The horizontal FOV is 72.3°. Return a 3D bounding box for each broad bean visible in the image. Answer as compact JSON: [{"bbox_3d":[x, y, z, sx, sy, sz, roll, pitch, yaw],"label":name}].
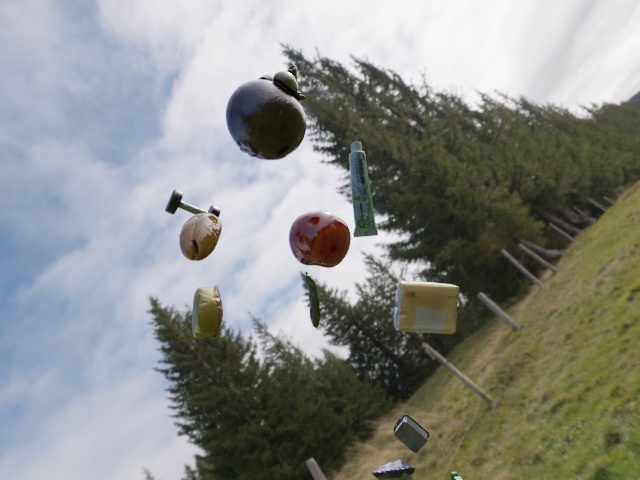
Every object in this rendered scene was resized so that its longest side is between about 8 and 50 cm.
[{"bbox_3d":[-0.030,0.257,1.885,0.047,0.254,0.065,-8,-1,-37],"label":"broad bean"}]

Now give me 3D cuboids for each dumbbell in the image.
[{"bbox_3d":[-0.495,-0.119,1.702,0.191,0.100,0.100,25,-64,-23],"label":"dumbbell"}]

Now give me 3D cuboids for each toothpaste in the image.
[{"bbox_3d":[0.122,-0.155,1.326,0.075,0.296,0.048,-6,-12,6],"label":"toothpaste"}]

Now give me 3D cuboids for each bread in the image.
[{"bbox_3d":[-0.565,0.358,2.200,0.148,0.269,0.269,3,-42,-21],"label":"bread"},{"bbox_3d":[-0.336,-0.021,1.224,0.114,0.189,0.077,1,-55,-4],"label":"bread"}]

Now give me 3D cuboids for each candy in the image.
[{"bbox_3d":[0.259,0.816,1.544,0.145,0.070,0.275,-11,-29,3],"label":"candy"}]

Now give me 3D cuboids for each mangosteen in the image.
[{"bbox_3d":[-0.182,-0.473,1.643,0.359,0.306,0.306,-56,-17,-16],"label":"mangosteen"}]

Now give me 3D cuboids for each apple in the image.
[{"bbox_3d":[0.000,0.000,1.827,0.260,0.261,0.216,49,-136,-70],"label":"apple"}]

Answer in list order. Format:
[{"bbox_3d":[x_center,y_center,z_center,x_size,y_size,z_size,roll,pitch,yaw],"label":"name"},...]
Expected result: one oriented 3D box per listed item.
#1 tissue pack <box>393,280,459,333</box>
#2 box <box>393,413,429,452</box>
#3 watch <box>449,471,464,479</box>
[{"bbox_3d":[0.376,0.240,1.572,0.090,0.222,0.186,-149,64,-81],"label":"tissue pack"},{"bbox_3d":[0.322,0.694,1.566,0.084,0.122,0.069,-55,-17,5],"label":"box"},{"bbox_3d":[0.395,0.835,1.416,0.152,0.131,0.165,-10,-44,2],"label":"watch"}]
